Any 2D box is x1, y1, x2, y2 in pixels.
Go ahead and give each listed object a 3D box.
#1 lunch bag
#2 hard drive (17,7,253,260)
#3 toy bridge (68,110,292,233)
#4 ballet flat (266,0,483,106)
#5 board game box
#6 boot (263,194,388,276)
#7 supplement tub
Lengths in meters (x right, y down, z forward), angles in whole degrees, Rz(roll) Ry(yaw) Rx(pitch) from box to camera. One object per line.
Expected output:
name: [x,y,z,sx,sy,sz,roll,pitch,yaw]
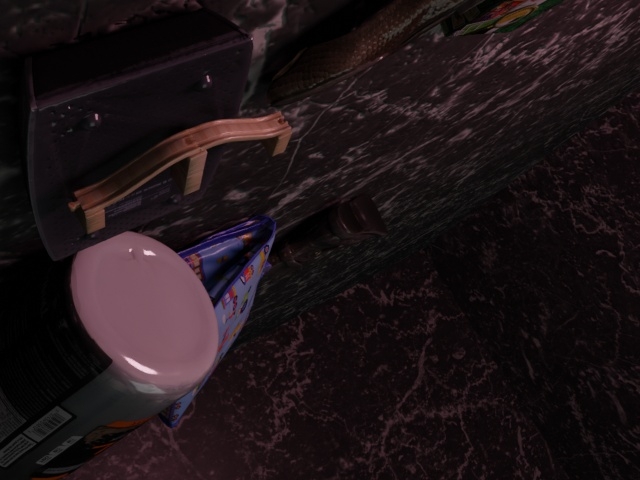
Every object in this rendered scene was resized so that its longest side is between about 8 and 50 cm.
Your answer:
lunch bag: [-0.164,0.099,1.010,0.293,0.138,0.221,-39,156,-47]
hard drive: [-0.154,-0.075,0.523,0.172,0.054,0.255,-27,169,-26]
toy bridge: [-0.103,-0.061,0.507,0.188,0.026,0.063,-27,166,-26]
ballet flat: [0.056,-0.197,0.593,0.249,0.058,0.084,-28,-167,10]
board game box: [0.256,-0.277,0.657,0.136,0.030,0.259,-22,-179,-39]
boot: [0.000,0.000,1.340,0.229,0.091,0.263,-30,168,27]
supplement tub: [-0.299,0.154,0.773,0.338,0.207,0.207,-36,169,27]
